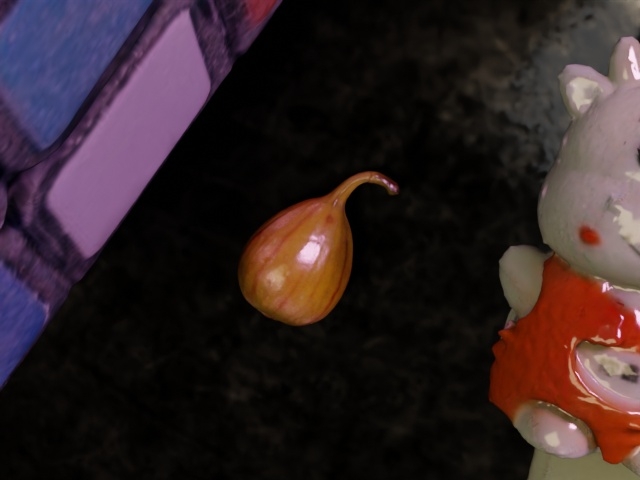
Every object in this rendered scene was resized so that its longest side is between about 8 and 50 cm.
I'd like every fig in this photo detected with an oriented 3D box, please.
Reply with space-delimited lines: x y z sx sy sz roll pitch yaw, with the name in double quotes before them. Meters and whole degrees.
"fig" 0.000 0.000 0.711 0.050 0.050 0.083 44 99 9

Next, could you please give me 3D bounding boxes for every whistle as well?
"whistle" 0.121 0.035 0.627 0.102 0.106 0.253 28 116 35

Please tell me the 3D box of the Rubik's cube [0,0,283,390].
"Rubik's cube" -0.213 -0.152 0.515 0.363 0.359 0.362 28 80 12
